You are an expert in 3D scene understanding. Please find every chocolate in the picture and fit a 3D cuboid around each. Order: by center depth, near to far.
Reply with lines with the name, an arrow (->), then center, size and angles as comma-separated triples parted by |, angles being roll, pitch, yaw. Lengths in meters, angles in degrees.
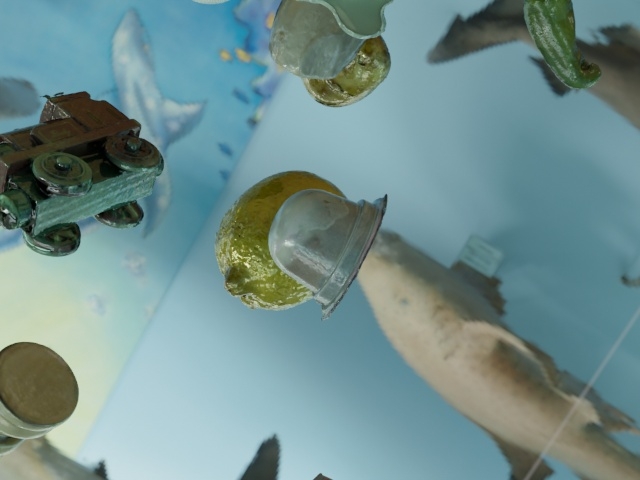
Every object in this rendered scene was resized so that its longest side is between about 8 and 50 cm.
chocolate -> -0.003, -0.001, 1.618 | 0.147, 0.221, 0.221 | 27, -167, 0

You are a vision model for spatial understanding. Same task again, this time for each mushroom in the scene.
mushroom -> 0.033, -0.349, 1.408 | 0.128, 0.350, 0.128 | 18, 161, 6

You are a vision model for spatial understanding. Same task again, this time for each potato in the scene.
potato -> 0.034, -0.248, 1.536 | 0.080, 0.107, 0.170 | -26, -175, -31

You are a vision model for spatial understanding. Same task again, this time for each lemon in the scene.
lemon -> -0.068, 0.002, 2.039 | 0.245, 0.245, 0.320 | 35, -123, 21

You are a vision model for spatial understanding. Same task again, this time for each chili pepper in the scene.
chili pepper -> 0.324, -0.304, 1.500 | 0.072, 0.073, 0.204 | -90, -26, -68

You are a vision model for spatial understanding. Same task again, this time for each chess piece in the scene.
chess piece -> -0.576, 0.315, 1.946 | 0.167, 0.299, 0.167 | 25, -134, -29

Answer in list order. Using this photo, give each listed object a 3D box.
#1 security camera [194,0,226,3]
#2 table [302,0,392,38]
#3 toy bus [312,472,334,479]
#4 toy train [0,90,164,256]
security camera -> -0.205, -0.571, 2.103 | 0.194, 0.236, 0.194 | 7, -128, -10
table -> 0.006, -0.314, 1.175 | 0.198, 0.166, 0.166 | 33, -167, 0
toy bus -> -0.029, 0.518, 1.982 | 0.077, 0.065, 0.192 | 14, -135, 31
toy train -> -0.382, -0.107, 1.595 | 0.221, 0.150, 0.304 | 36, -145, 21
